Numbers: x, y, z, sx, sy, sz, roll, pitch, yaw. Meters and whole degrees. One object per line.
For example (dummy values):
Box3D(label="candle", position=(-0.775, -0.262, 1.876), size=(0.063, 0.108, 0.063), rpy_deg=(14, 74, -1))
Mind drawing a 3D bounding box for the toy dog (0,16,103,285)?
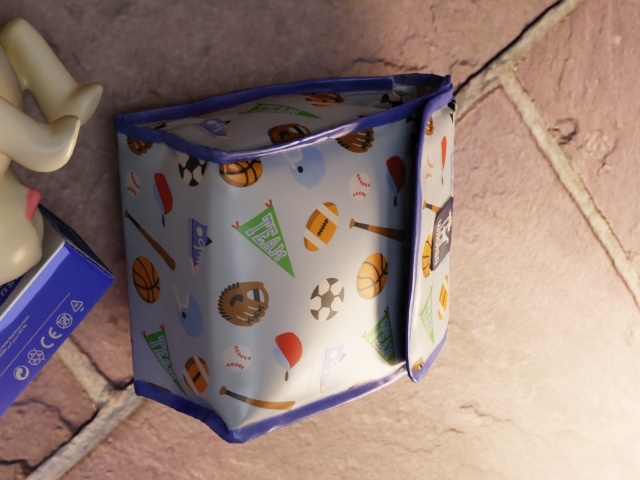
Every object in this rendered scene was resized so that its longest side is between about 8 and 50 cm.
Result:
Box3D(label="toy dog", position=(-0.396, -0.103, 1.409), size=(0.395, 0.284, 0.408), rpy_deg=(-16, 115, -5))

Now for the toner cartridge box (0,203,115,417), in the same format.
Box3D(label="toner cartridge box", position=(-0.367, 0.126, 1.567), size=(0.075, 0.165, 0.348), rpy_deg=(41, 88, -31))

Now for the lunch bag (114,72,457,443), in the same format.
Box3D(label="lunch bag", position=(0.000, 0.000, 1.665), size=(0.385, 0.239, 0.328), rpy_deg=(-15, 115, -38))
